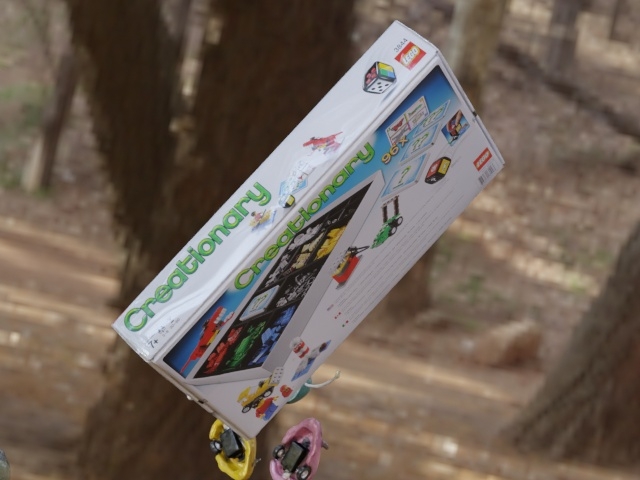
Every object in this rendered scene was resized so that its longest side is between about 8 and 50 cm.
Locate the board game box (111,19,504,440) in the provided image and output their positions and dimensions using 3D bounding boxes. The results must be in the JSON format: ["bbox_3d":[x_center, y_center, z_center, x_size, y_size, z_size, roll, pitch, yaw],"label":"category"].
[{"bbox_3d":[0.000,0.000,1.353,0.053,0.305,0.193,41,-5,31],"label":"board game box"}]

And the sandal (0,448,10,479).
[{"bbox_3d":[-0.344,0.271,1.509,0.120,0.086,0.303,0,-35,-29],"label":"sandal"}]

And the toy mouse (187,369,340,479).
[{"bbox_3d":[-0.028,0.153,1.511,0.031,0.143,0.161,25,30,-50],"label":"toy mouse"}]
